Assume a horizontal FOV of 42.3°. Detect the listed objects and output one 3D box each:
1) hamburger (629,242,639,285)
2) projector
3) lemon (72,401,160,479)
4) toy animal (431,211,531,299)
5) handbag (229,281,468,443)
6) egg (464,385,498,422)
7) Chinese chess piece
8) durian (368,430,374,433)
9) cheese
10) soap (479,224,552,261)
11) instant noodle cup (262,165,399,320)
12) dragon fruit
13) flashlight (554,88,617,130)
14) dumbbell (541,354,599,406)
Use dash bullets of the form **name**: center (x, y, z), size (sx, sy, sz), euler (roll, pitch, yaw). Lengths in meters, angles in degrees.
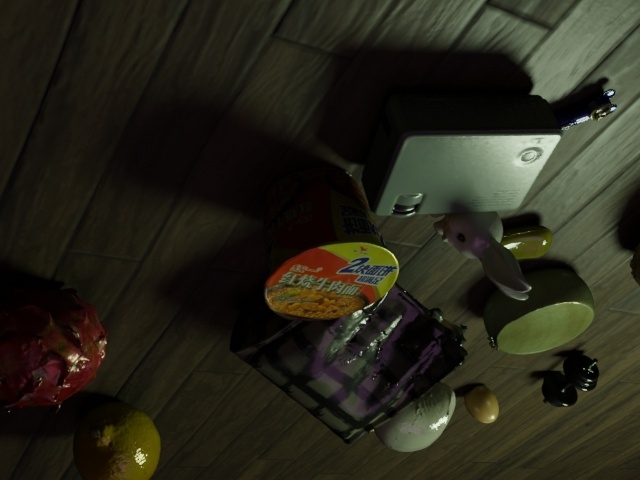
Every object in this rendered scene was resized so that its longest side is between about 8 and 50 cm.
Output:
- **hamburger**: center (0.746, 0.028, 1.594), size (0.302, 0.170, 0.302), euler (-8, 141, -6)
- **projector**: center (0.204, -0.130, 1.245), size (0.256, 0.099, 0.192), euler (-3, 143, -16)
- **lemon**: center (-0.430, 0.437, 1.748), size (0.187, 0.187, 0.244), euler (-11, 143, -4)
- **toy animal**: center (0.256, 0.006, 1.350), size (0.130, 0.221, 0.104), euler (-10, 150, -8)
- **handbag**: center (0.058, 0.184, 1.511), size (0.327, 0.162, 0.325), euler (-38, 113, 25)
- **egg**: center (0.408, 0.416, 2.087), size (0.080, 0.096, 0.080), euler (-22, 156, -10)
- **Chinese chess piece**: center (0.451, 0.150, 1.729), size (0.237, 0.092, 0.238), euler (-10, 146, -7)
- **durian**: center (0.126, 0.449, 2.073), size (0.130, 0.052, 0.066), euler (10, 137, -29)
- **cheese**: center (0.214, 0.421, 1.977), size (0.189, 0.154, 0.198), euler (6, 142, -17)
- **soap**: center (0.362, 0.009, 1.538), size (0.140, 0.045, 0.089), euler (-10, 143, -3)
- **instant noodle cup**: center (0.000, 0.000, 1.290), size (0.213, 0.174, 0.213), euler (-10, 144, -7)
- **dragon fruit**: center (-0.452, 0.175, 1.373), size (0.205, 0.210, 0.268), euler (-35, 162, 3)
- **flashlight**: center (0.399, -0.192, 1.277), size (0.121, 0.035, 0.057), euler (-21, 146, 10)
- **dumbbell**: center (0.623, 0.352, 2.067), size (0.099, 0.099, 0.208), euler (6, 140, -26)
